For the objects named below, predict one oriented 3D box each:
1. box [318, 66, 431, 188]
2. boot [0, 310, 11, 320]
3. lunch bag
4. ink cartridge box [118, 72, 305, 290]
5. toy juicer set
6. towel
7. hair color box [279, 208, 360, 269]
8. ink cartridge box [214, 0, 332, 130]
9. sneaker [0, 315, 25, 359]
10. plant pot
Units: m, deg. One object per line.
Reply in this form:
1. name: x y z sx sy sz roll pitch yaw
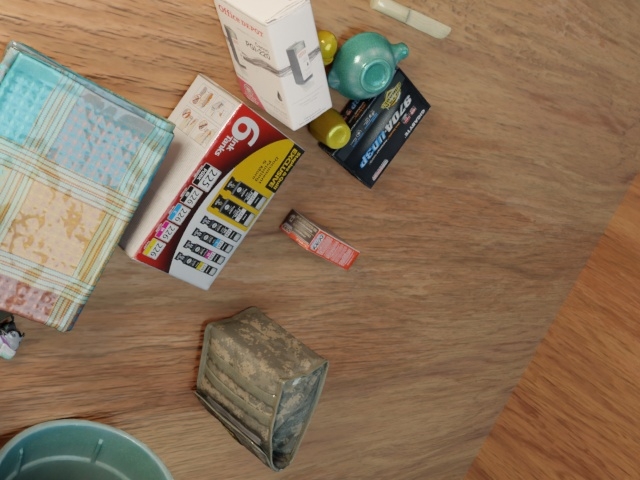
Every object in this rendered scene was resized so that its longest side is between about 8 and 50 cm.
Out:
1. box: 0.114 -0.236 1.748 0.220 0.051 0.175 -53 144 1
2. boot: -0.464 0.086 1.342 0.219 0.106 0.082 -44 141 -15
3. lunch bag: -0.139 0.325 1.792 0.169 0.235 0.287 -19 132 -44
4. ink cartridge box: -0.184 -0.084 1.488 0.309 0.130 0.272 -55 145 3
5. toy juicer set: 0.064 -0.344 1.585 0.329 0.089 0.209 -46 131 6
6. towel: -0.403 -0.064 1.245 0.271 0.040 0.370 25 95 -32
7. hair color box: 0.000 0.000 1.789 0.053 0.093 0.167 -55 143 3
8. ink cartridge box: -0.076 -0.311 1.388 0.092 0.158 0.218 -36 140 -20
9. sneaker: -0.528 0.151 1.396 0.069 0.038 0.098 -56 148 -3
10. plant pot: -0.477 0.573 1.585 0.341 0.341 0.334 -6 132 -45
